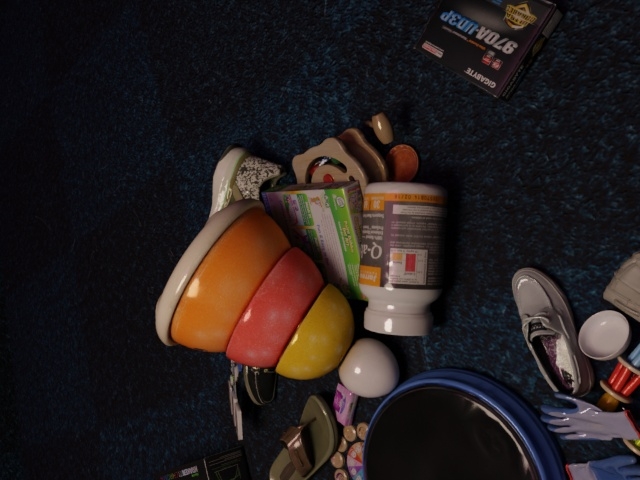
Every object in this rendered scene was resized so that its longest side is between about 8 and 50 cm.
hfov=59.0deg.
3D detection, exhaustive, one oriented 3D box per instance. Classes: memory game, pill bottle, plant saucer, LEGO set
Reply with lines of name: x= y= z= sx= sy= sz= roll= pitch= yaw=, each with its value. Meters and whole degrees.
memory game: x=0.094 y=0.483 z=1.211 sx=0.186 sy=0.012 sz=0.186 roll=-2 pitch=87 yaw=41
pill bottle: x=0.156 y=0.033 z=1.081 sx=0.162 sy=0.162 sz=0.279 roll=3 pitch=90 yaw=41
plant saucer: x=0.169 y=-0.157 z=1.174 sx=0.083 sy=0.013 sz=0.084 roll=-2 pitch=88 yaw=40
LEGO set: x=-0.201 y=0.338 z=1.407 sx=0.182 sy=0.060 sz=0.245 roll=-147 pitch=54 yaw=-71

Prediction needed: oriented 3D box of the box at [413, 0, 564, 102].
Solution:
box: x=0.303 y=-0.385 z=1.044 sx=0.220 sy=0.051 sz=0.175 roll=45 pitch=116 yaw=32

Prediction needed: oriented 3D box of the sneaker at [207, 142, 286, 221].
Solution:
sneaker: x=-0.180 y=-0.026 z=1.401 sx=0.182 sy=0.158 sz=0.411 roll=14 pitch=102 yaw=23

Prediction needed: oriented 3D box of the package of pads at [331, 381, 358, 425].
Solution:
package of pads: x=0.053 y=0.357 z=1.237 sx=0.050 sy=0.032 sz=0.083 roll=20 pitch=100 yaw=47

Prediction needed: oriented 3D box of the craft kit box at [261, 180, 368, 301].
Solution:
craft kit box: x=0.000 y=0.000 z=1.223 sx=0.246 sy=0.061 sz=0.250 roll=4 pitch=115 yaw=45

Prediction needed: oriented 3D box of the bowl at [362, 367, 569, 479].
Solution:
bowl: x=0.243 y=0.437 z=1.033 sx=0.391 sy=0.077 sz=0.392 roll=-3 pitch=86 yaw=39

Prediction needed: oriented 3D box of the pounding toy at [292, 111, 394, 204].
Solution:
pounding toy: x=0.078 y=-0.162 z=1.212 sx=0.269 sy=0.154 sz=0.154 roll=-17 pitch=102 yaw=51

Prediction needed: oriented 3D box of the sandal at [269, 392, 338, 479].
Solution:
sandal: x=-0.050 y=0.480 z=1.281 sx=0.120 sy=0.086 sz=0.303 roll=46 pitch=120 yaw=39

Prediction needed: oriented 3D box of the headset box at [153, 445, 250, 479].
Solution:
headset box: x=-0.285 y=0.706 z=1.451 sx=0.246 sy=0.131 sz=0.283 roll=-30 pitch=70 yaw=37

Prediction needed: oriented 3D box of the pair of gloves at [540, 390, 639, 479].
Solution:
pair of gloves: x=0.426 y=0.321 z=0.867 sx=0.159 sy=0.023 sz=0.198 roll=-22 pitch=95 yaw=54

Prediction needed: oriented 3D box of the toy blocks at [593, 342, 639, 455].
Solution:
toy blocks: x=0.490 y=0.235 z=0.852 sx=0.123 sy=0.054 sz=0.148 roll=39 pitch=112 yaw=36

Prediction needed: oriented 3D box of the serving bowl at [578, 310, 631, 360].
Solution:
serving bowl: x=0.452 y=0.153 z=0.891 sx=0.083 sy=0.027 sz=0.083 roll=-44 pitch=25 yaw=27

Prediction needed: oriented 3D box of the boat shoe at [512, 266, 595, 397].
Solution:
boat shoe: x=0.377 y=0.149 z=0.935 sx=0.079 sy=0.081 sz=0.228 roll=-33 pitch=68 yaw=35

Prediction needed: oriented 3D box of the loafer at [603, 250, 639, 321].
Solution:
loafer: x=0.542 y=0.147 z=0.782 sx=0.319 sy=0.112 sz=0.111 roll=54 pitch=126 yaw=38

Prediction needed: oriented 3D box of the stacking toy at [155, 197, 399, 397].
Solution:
stacking toy: x=-0.054 y=0.167 z=1.150 sx=0.479 sy=0.350 sz=0.351 roll=31 pitch=111 yaw=8

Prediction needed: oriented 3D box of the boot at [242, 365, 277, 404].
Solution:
boot: x=-0.095 y=0.278 z=1.339 sx=0.178 sy=0.085 sz=0.237 roll=-5 pitch=86 yaw=38
